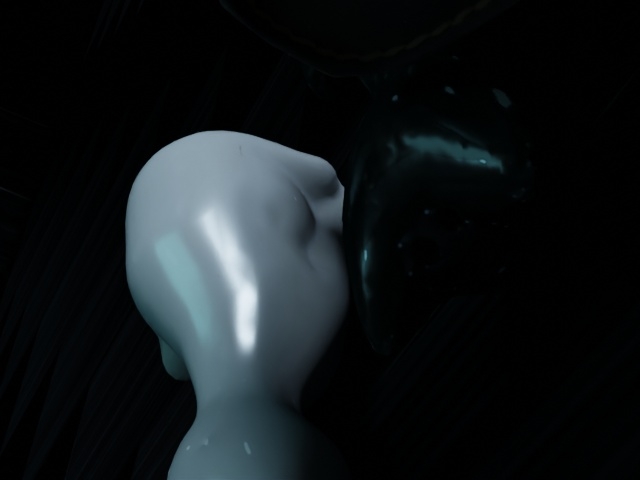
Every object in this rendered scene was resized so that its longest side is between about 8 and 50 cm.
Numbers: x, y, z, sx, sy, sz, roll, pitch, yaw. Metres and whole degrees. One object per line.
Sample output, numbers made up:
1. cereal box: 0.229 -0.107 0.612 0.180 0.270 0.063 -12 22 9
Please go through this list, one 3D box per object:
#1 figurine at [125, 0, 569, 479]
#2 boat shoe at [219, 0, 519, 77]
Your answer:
1. figurine: 0.000 0.000 0.473 0.209 0.092 0.215 -97 31 -55
2. boat shoe: 0.077 -0.138 0.251 0.355 0.132 0.130 -46 30 41
